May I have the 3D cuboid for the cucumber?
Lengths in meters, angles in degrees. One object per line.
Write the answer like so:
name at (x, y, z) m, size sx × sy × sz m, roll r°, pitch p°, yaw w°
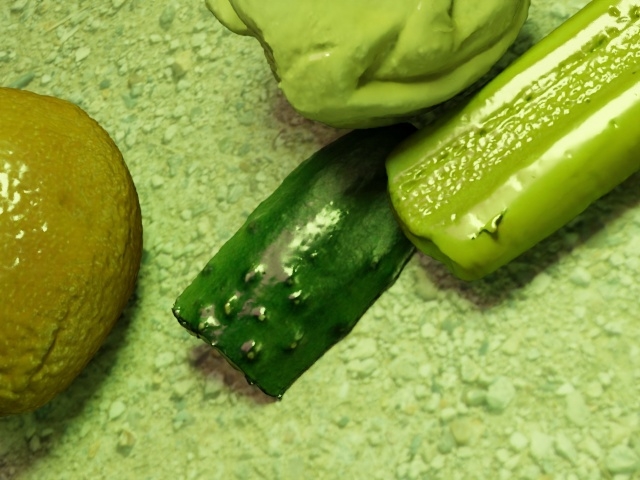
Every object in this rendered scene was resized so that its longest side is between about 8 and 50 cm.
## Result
cucumber at (0.001, 0.000, 1.283) m, size 0.325 × 0.105 × 0.145 m, roll -45°, pitch 46°, yaw -5°

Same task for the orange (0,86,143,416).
orange at (-0.355, 0.018, 1.356) m, size 0.322 × 0.322 × 0.357 m, roll -10°, pitch 62°, yaw 27°

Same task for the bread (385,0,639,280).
bread at (0.240, -0.111, 1.192) m, size 0.383 × 0.112 × 0.166 m, roll -37°, pitch 58°, yaw 7°

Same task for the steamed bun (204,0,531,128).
steamed bun at (0.038, -0.234, 1.262) m, size 0.372 × 0.325 × 0.230 m, roll -118°, pitch 36°, yaw -58°
